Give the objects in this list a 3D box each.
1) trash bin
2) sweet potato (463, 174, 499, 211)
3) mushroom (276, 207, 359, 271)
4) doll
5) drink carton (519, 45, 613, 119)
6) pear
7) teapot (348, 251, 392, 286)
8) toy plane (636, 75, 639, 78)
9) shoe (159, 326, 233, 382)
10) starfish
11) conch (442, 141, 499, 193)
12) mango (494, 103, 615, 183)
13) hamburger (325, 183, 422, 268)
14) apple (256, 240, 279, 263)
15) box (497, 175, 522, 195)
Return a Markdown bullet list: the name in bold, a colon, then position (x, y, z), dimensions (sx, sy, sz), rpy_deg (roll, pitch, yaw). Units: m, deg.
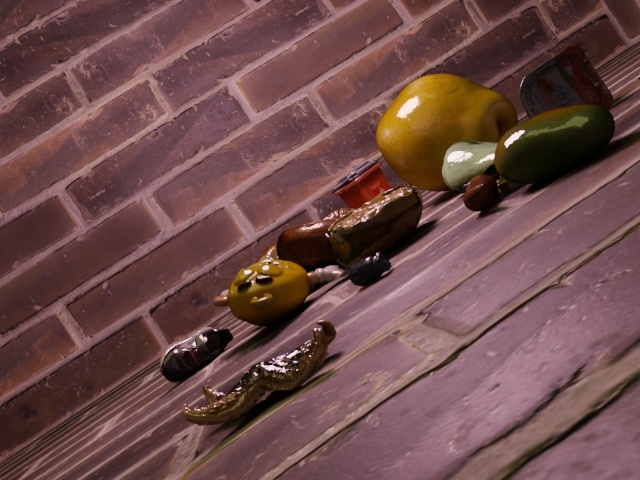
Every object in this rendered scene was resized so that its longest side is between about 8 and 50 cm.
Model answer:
- **trash bin**: position (0.172, -0.147, 2.509), dimensions (0.161, 0.239, 0.184), rpy_deg (-38, 7, -34)
- **sweet potato**: position (0.326, -0.096, 1.425), dimensions (0.067, 0.059, 0.281), rpy_deg (-31, 2, 20)
- **mushroom**: position (0.010, 0.011, 2.054), dimensions (0.278, 0.163, 0.297), rpy_deg (-23, -4, -7)
- **doll**: position (-0.108, 0.123, 1.817), dimensions (0.348, 0.161, 0.423), rpy_deg (-15, 1, -30)
- **drink carton**: position (0.618, -0.372, 1.811), dimensions (0.191, 0.185, 0.189), rpy_deg (-35, -1, 17)
- **pear**: position (0.371, -0.323, 2.119), dimensions (0.418, 0.362, 0.362), rpy_deg (5, 28, 39)
- **teapot**: position (0.104, 0.064, 1.428), dimensions (0.083, 0.063, 0.049), rpy_deg (-29, 35, 29)
- **toy plane**: position (0.665, -0.316, 1.320), dimensions (0.126, 0.077, 0.194), rpy_deg (-29, -5, 14)
- **shoe**: position (-0.329, 0.296, 1.889), dimensions (0.112, 0.099, 0.227), rpy_deg (-22, 7, 36)
- **starfish**: position (-0.081, 0.192, 0.972), dimensions (0.238, 0.071, 0.216), rpy_deg (-22, -10, -36)
- **conch**: position (0.414, -0.190, 1.848), dimensions (0.143, 0.137, 0.250), rpy_deg (-5, 9, -26)
- **mango**: position (0.416, -0.179, 1.256), dimensions (0.156, 0.114, 0.251), rpy_deg (-26, -3, -32)
- **hamburger**: position (0.145, -0.032, 1.770), dimensions (0.265, 0.134, 0.285), rpy_deg (-26, 9, 9)
- **apple**: position (-0.118, 0.088, 2.332), dimensions (0.195, 0.173, 0.160), rpy_deg (-29, 5, 12)
- **box**: position (0.435, -0.150, 1.479), dimensions (0.121, 0.030, 0.193), rpy_deg (-32, 3, 20)
